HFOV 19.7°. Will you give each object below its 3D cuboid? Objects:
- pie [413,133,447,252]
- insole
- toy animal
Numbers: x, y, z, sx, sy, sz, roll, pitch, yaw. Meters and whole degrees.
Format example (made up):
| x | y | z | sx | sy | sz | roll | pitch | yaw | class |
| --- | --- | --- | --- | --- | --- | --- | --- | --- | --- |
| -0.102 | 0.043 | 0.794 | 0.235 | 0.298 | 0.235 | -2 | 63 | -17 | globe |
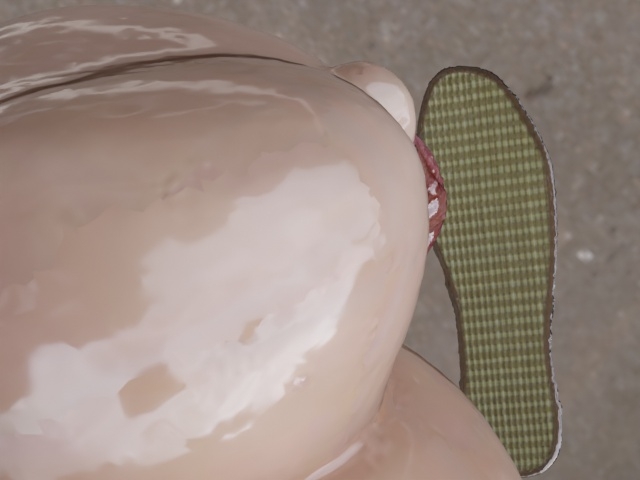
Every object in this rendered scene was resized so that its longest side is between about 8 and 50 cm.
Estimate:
| x | y | z | sx | sy | sz | roll | pitch | yaw | class |
| --- | --- | --- | --- | --- | --- | --- | --- | --- | --- |
| 0.000 | 0.000 | 0.908 | 0.153 | 0.038 | 0.153 | -32 | 150 | -21 | pie |
| 0.102 | 0.022 | 1.079 | 0.005 | 0.086 | 0.253 | -33 | 118 | -60 | insole |
| -0.042 | 0.049 | 0.491 | 0.229 | 0.210 | 0.221 | 18 | 102 | -23 | toy animal |
